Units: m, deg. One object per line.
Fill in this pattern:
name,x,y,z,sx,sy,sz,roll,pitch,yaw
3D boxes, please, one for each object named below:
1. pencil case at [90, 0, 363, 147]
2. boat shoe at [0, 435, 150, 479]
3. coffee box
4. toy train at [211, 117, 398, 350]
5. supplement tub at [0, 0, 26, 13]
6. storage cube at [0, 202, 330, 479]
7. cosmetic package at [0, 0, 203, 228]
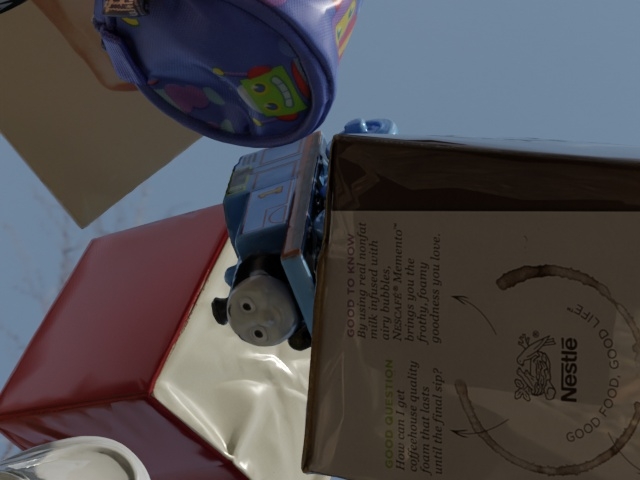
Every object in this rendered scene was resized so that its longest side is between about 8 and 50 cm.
pencil case,-0.021,-0.189,0.844,0.133,0.119,0.306,9,-125,15
boat shoe,-0.151,0.148,0.725,0.095,0.258,0.084,42,-54,8
coffee box,0.136,0.028,0.440,0.246,0.141,0.098,7,-84,31
toy train,0.000,0.000,0.853,0.105,0.184,0.080,-18,-67,12
supplement tub,-0.193,-0.154,0.541,0.193,0.316,0.194,11,-68,29
storage cube,-0.097,0.108,1.245,0.193,0.215,0.184,-14,-50,43
cosmetic package,-0.202,-0.173,1.088,0.129,0.153,0.296,-36,-71,5
